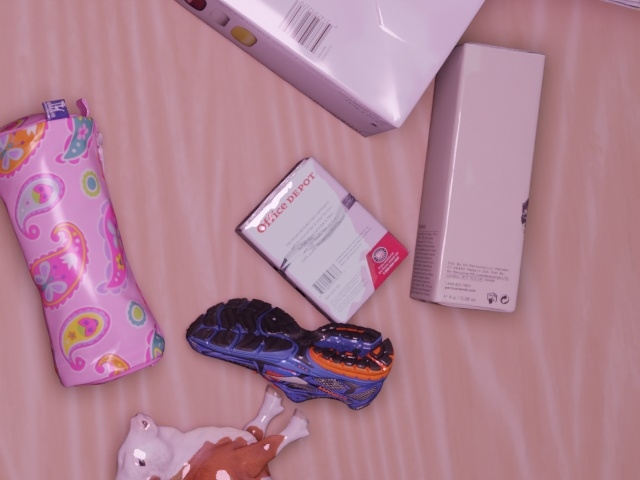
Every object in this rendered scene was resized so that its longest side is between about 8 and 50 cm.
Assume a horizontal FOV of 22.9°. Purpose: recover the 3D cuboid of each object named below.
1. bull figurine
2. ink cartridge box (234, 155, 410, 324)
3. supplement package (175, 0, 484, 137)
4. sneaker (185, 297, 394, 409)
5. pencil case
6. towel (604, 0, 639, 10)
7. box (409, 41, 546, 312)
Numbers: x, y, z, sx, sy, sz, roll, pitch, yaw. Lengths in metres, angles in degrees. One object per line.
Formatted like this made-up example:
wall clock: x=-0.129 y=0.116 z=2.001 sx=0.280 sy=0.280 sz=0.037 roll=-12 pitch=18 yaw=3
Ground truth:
bull figurine: x=-0.067 y=0.270 z=1.639 sx=0.188 sy=0.101 sz=0.310 roll=-42 pitch=99 yaw=-11
ink cartridge box: x=0.000 y=0.000 z=1.669 sx=0.150 sy=0.063 sz=0.109 roll=44 pitch=84 yaw=-8
supplement package: x=0.014 y=-0.264 z=1.627 sx=0.262 sy=0.145 sz=0.204 roll=35 pitch=84 yaw=-9
sneaker: x=-0.036 y=0.127 z=1.641 sx=0.221 sy=0.083 sz=0.087 roll=15 pitch=127 yaw=12
pencil case: x=-0.246 y=0.005 z=1.595 sx=0.124 sy=0.124 sz=0.284 roll=-17 pitch=92 yaw=-10
towel: x=0.271 y=-0.410 z=1.641 sx=0.321 sy=0.090 sz=0.374 roll=10 pitch=60 yaw=-15
box: x=0.165 y=-0.065 z=1.677 sx=0.094 sy=0.113 sz=0.275 roll=8 pitch=90 yaw=-11
